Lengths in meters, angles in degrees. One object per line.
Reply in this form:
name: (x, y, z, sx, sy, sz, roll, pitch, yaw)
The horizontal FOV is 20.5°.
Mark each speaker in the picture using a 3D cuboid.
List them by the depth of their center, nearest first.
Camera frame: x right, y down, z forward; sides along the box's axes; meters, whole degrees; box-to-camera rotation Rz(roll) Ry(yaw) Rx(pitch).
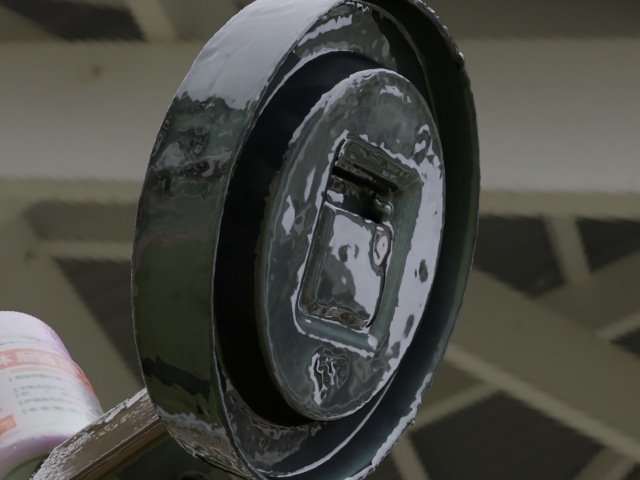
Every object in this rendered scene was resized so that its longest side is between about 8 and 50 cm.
speaker: (-0.164, 0.246, 1.730, 0.231, 0.192, 0.153, -35, -79, 13)

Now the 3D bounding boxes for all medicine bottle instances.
medicine bottle: (-0.382, 0.255, 2.288, 0.219, 0.219, 0.388, 36, 7, -28)

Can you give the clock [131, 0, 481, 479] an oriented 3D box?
clock: (0.000, 0.000, 1.095, 0.066, 0.319, 0.319, 10, -31, 30)
